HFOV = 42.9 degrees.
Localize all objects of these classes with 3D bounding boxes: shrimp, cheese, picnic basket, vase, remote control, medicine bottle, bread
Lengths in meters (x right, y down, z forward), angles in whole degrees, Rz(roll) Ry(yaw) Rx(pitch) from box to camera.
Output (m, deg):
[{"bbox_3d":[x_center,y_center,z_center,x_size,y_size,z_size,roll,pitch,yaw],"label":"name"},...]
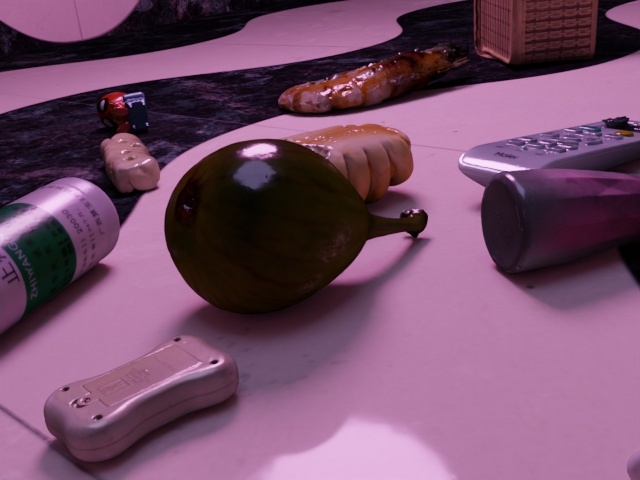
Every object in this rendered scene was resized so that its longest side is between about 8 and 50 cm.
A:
[{"bbox_3d":[0.091,-0.290,1.449,0.365,0.071,0.233,-23,21,-24],"label":"shrimp"},{"bbox_3d":[-0.263,-0.107,1.114,0.065,0.043,0.194,-18,25,-15],"label":"cheese"},{"bbox_3d":[0.404,-0.476,1.604,0.176,0.227,0.313,-5,22,-1],"label":"picnic basket"},{"bbox_3d":[0.253,-0.026,0.702,0.214,0.086,0.086,-7,21,-12],"label":"vase"},{"bbox_3d":[-0.117,0.102,0.540,0.122,0.032,0.074,-23,26,-33],"label":"remote control"},{"bbox_3d":[0.286,-0.097,0.906,0.293,0.051,0.103,-17,24,-34],"label":"remote control"},{"bbox_3d":[-0.278,0.026,0.706,0.095,0.095,0.260,1,24,19],"label":"medicine bottle"},{"bbox_3d":[0.021,-0.077,0.886,0.177,0.084,0.119,-21,27,-34],"label":"bread"}]

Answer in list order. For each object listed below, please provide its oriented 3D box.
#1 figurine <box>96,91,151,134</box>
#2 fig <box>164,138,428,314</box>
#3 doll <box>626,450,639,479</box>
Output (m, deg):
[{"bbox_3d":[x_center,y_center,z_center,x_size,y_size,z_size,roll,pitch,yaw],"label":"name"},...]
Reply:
[{"bbox_3d":[-0.336,-0.222,1.393,0.075,0.068,0.140,-19,26,-23],"label":"figurine"},{"bbox_3d":[0.000,0.000,0.703,0.259,0.151,0.151,13,9,-32],"label":"fig"},{"bbox_3d":[0.219,0.106,0.392,0.135,0.071,0.113,-5,13,17],"label":"doll"}]
